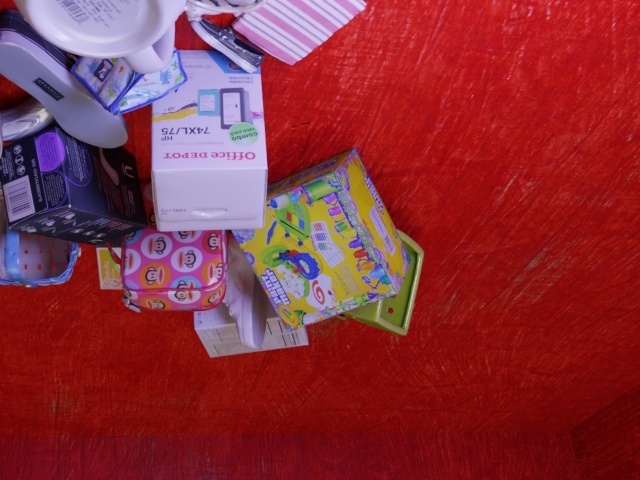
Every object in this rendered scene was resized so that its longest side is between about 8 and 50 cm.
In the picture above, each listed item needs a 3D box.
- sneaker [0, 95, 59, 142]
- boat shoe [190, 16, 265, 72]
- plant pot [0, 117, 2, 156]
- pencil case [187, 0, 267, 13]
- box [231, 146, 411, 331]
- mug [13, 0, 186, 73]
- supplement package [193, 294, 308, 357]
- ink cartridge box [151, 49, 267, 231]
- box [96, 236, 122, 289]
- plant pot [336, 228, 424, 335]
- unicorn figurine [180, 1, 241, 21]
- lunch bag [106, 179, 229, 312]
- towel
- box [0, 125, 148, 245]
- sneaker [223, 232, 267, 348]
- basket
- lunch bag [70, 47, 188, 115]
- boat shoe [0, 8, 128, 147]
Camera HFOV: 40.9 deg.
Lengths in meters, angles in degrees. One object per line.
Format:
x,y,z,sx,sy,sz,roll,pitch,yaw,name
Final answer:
-0.578,-0.210,1.611,0.237,0.085,0.086,-16,133,15,sneaker
-0.159,-0.347,1.485,0.142,0.049,0.040,34,116,-24,boat shoe
-0.673,-0.245,1.435,0.284,0.191,0.284,-4,150,-2,plant pot
-0.102,-0.477,0.965,0.159,0.411,0.183,-3,163,7,pencil case
0.000,0.000,1.851,0.279,0.177,0.290,-21,106,23,box
-0.271,-0.386,1.135,0.276,0.328,0.374,-9,149,6,mug
-0.177,0.160,2.202,0.262,0.199,0.198,-8,150,2,supplement package
-0.203,-0.179,1.555,0.198,0.270,0.197,-2,149,-8,ink cartridge box
-0.463,0.021,2.000,0.103,0.114,0.203,1,150,-11,box
0.106,0.092,2.079,0.207,0.227,0.228,8,168,27,plant pot
-0.164,-0.389,1.388,0.161,0.060,0.111,-26,-175,1,unicorn figurine
-0.327,0.007,1.827,0.258,0.293,0.120,0,148,-2,lunch bag
-0.039,-0.390,1.473,0.197,0.029,0.144,-31,139,35,towel
-0.477,-0.098,1.672,0.143,0.165,0.270,-17,167,17,box
-0.224,0.124,2.056,0.169,0.293,0.108,-10,160,12,sneaker
-0.602,-0.028,1.769,0.201,0.255,0.289,-3,168,-3,basket
-0.323,-0.288,1.433,0.151,0.129,0.096,-38,153,-15,lunch bag
-0.449,-0.280,1.505,0.113,0.105,0.306,-21,140,30,boat shoe
